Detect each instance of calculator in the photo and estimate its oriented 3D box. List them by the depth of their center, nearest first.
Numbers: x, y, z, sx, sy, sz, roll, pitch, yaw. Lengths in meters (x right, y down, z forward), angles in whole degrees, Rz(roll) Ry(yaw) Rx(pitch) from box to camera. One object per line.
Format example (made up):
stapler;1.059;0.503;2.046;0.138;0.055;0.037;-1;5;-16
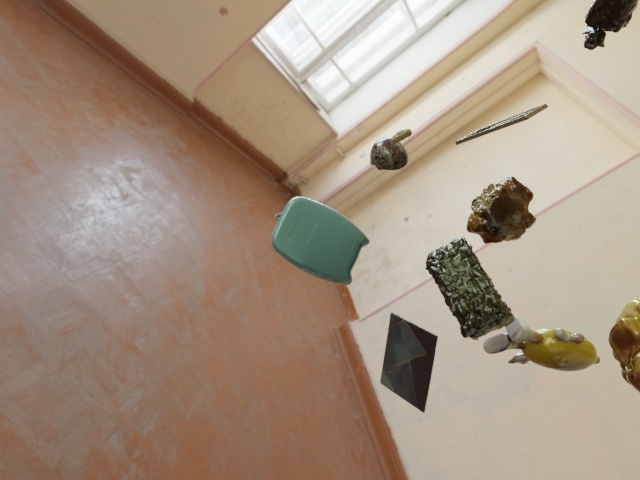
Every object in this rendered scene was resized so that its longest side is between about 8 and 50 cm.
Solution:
calculator;0.000;0.000;1.524;0.386;0.256;0.054;28;-10;-19

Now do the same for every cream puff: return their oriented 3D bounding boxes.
cream puff;0.674;-0.099;1.556;0.155;0.269;0.241;-65;133;-82

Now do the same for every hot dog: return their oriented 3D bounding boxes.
hot dog;0.306;-0.405;1.594;0.030;0.090;0.034;49;17;-55

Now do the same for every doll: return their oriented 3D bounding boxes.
doll;0.869;0.427;1.644;0.423;0.348;0.161;36;48;-35

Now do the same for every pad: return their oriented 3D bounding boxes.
pad;0.244;0.341;1.168;0.004;0.243;0.164;-10;22;-40

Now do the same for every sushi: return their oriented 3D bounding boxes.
sushi;0.530;0.174;1.489;0.294;0.178;0.352;34;29;-56

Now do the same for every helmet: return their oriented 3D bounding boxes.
helmet;0.293;-0.388;1.799;0.177;0.153;0.107;39;-26;47

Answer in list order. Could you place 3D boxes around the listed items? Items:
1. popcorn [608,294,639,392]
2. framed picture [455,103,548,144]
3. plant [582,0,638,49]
popcorn;0.650;0.171;0.695;0.225;0.332;0.265;32;2;-9
framed picture;0.759;-0.488;1.746;0.232;0.315;0.024;-30;100;-37
plant;0.997;-0.775;1.435;0.131;0.142;0.203;41;-16;21
